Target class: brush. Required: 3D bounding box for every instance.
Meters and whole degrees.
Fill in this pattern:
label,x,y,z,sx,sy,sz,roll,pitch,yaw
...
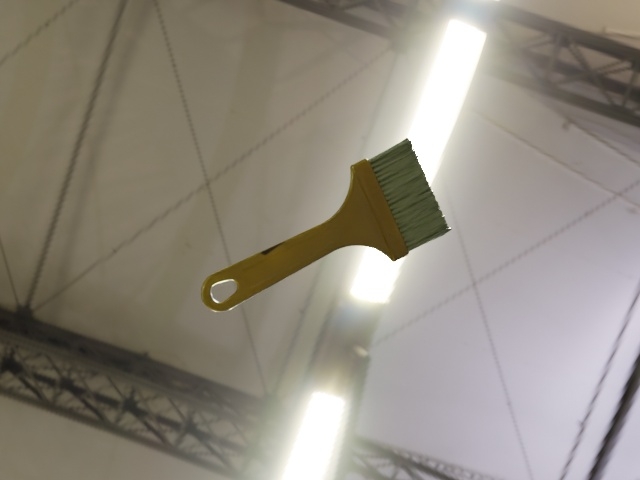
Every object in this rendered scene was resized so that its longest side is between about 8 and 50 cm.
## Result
label,x,y,z,sx,sy,sz,roll,pitch,yaw
brush,0.000,0.000,0.881,0.205,0.011,0.083,-27,-80,-17
